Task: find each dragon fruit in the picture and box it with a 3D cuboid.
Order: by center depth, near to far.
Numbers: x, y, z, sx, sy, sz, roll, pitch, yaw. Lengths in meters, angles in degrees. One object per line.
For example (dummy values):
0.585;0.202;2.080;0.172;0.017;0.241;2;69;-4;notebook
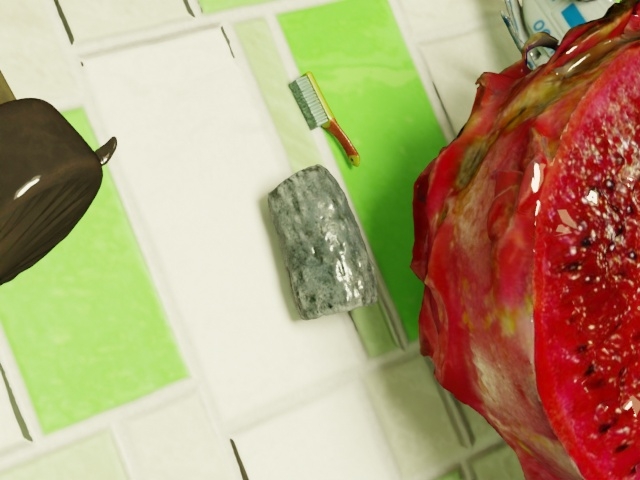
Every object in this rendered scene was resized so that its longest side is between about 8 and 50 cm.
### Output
0.217;0.021;1.130;0.386;0.249;0.371;23;80;-37;dragon fruit

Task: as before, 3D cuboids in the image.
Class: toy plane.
0.188;-0.213;1.266;0.182;0.107;0.273;30;29;-54;toy plane

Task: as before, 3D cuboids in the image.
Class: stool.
-0.229;-0.019;0.941;0.121;0.125;0.217;44;72;8;stool

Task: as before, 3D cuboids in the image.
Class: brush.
0.004;-0.091;1.177;0.021;0.019;0.083;-33;93;-27;brush

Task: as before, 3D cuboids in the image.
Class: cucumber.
0.000;0.002;1.116;0.064;0.064;0.112;-12;81;-36;cucumber
